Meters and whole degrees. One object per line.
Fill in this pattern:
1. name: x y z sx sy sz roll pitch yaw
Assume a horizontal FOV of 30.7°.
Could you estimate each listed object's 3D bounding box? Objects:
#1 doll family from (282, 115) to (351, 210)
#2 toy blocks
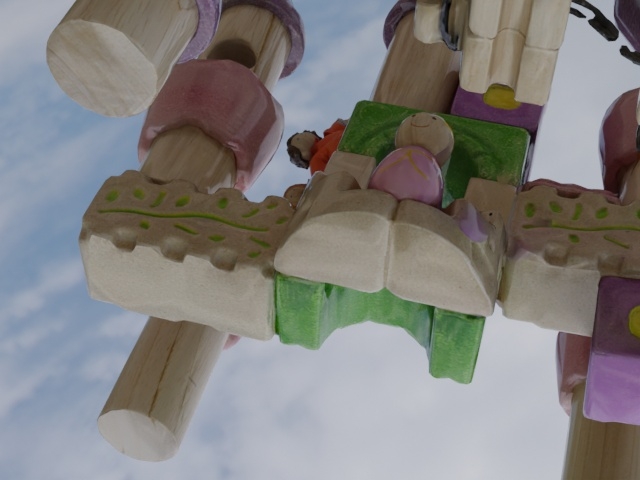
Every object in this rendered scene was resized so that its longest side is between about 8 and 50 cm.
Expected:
1. doll family: 0.000 0.000 1.147 0.163 0.118 0.263 2 -128 33
2. toy blocks: 0.057 -0.060 0.530 0.288 0.309 0.260 12 -134 11
